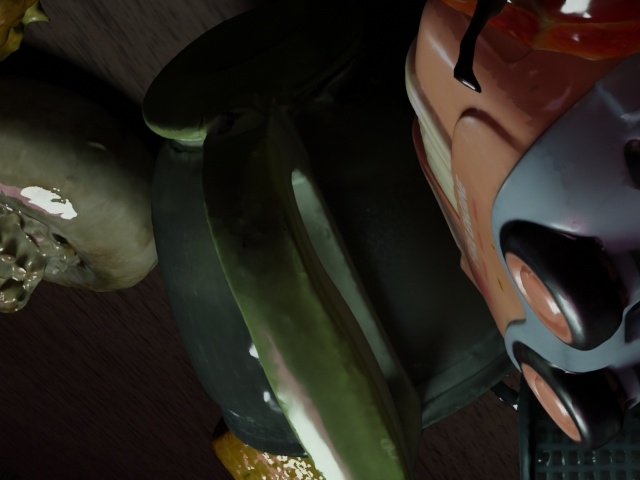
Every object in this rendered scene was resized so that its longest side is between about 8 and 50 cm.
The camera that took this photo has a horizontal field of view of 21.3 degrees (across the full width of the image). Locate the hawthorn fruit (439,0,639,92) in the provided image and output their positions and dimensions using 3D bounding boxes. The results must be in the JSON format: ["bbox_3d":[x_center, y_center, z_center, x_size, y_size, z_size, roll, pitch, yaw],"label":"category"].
[{"bbox_3d":[0.096,-0.133,0.652,0.157,0.194,0.157,24,151,14],"label":"hawthorn fruit"}]

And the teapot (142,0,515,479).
[{"bbox_3d":[-0.017,0.000,0.998,0.239,0.321,0.239,-9,123,36],"label":"teapot"}]

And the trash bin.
[{"bbox_3d":[0.241,0.164,1.296,0.161,0.175,0.175,-1,154,15],"label":"trash bin"}]

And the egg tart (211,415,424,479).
[{"bbox_3d":[-0.005,0.185,1.661,0.147,0.202,0.202,43,158,-7],"label":"egg tart"}]

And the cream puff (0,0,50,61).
[{"bbox_3d":[-0.266,-0.172,0.998,0.269,0.155,0.241,4,-173,32],"label":"cream puff"}]

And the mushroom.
[{"bbox_3d":[-0.229,-0.030,1.350,0.226,0.178,0.226,13,161,5],"label":"mushroom"}]

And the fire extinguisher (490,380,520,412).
[{"bbox_3d":[0.249,0.155,1.412,0.231,0.071,0.099,15,155,31],"label":"fire extinguisher"}]

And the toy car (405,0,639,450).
[{"bbox_3d":[0.137,-0.047,0.838,0.212,0.180,0.270,52,172,28],"label":"toy car"}]
